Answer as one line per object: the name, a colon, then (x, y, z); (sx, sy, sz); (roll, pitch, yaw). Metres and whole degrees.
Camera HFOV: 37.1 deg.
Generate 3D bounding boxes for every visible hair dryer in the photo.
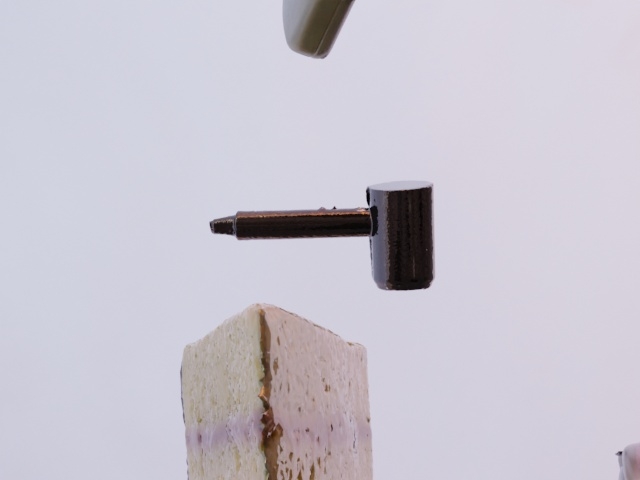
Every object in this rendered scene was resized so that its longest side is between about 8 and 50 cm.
hair dryer: (0.000, -0.002, 1.029); (0.247, 0.070, 0.114); (-3, -85, 7)

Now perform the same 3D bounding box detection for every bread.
bread: (-0.001, 0.141, 0.689); (0.163, 0.264, 0.168); (1, -102, -18)

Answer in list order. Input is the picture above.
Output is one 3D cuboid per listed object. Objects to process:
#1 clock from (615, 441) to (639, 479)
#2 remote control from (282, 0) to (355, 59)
clock: (0.290, 0.275, 0.715); (0.227, 0.090, 0.248); (32, -132, -61)
remote control: (0.028, -0.219, 0.581); (0.038, 0.098, 0.233); (11, -38, -18)
